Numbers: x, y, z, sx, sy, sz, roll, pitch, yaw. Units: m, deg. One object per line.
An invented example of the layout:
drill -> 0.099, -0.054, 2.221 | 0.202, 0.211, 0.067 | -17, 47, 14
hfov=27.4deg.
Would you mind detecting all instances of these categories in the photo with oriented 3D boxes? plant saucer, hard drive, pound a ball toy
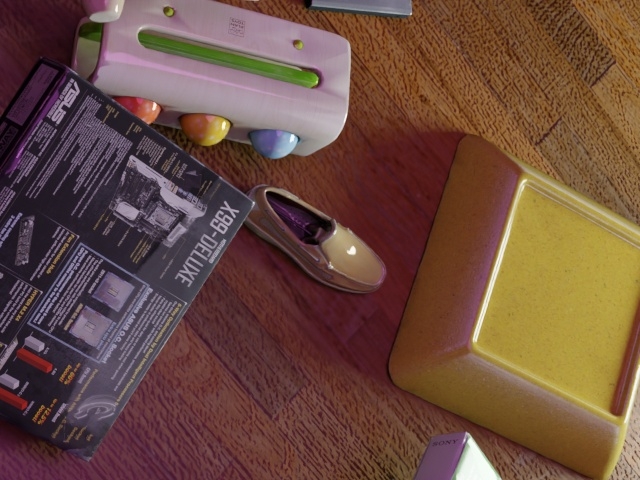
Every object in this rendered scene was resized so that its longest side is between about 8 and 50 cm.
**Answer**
plant saucer -> 0.278, 0.074, 1.564 | 0.333, 0.081, 0.333 | 27, 68, -19
hard drive -> 0.042, -0.315, 1.557 | 0.135, 0.022, 0.094 | 0, 80, -26
pound a ball toy -> -0.121, -0.177, 1.344 | 0.319, 0.208, 0.136 | 11, 75, -25

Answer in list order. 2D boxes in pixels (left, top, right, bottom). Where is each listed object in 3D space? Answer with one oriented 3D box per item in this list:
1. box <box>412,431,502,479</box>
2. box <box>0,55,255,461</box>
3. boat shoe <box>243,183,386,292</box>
box -> 0.175, 0.393, 1.378 | 0.322, 0.058, 0.232 | 56, 43, -27
box -> -0.239, 0.022, 1.235 | 0.242, 0.076, 0.307 | 35, 85, -35
boat shoe -> 0.000, 0.000, 1.444 | 0.190, 0.072, 0.068 | 28, 68, -19
